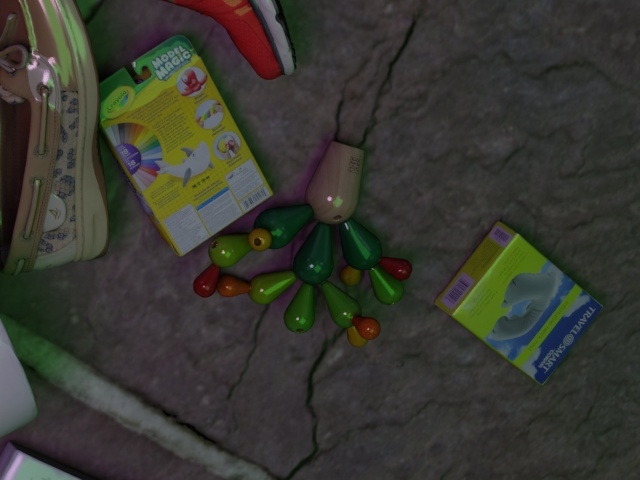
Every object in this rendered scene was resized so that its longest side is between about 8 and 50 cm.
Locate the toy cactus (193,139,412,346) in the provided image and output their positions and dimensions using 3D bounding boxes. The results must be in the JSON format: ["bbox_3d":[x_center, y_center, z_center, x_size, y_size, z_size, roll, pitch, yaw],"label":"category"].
[{"bbox_3d":[0.000,0.000,1.380,0.219,0.112,0.180,14,95,-24],"label":"toy cactus"}]

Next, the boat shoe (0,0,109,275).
[{"bbox_3d":[-0.229,-0.100,1.193,0.089,0.104,0.285,-18,121,-24],"label":"boat shoe"}]

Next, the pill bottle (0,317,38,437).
[{"bbox_3d":[-0.427,0.134,1.120,0.392,0.224,0.224,-26,122,-17],"label":"pill bottle"}]

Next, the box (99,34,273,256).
[{"bbox_3d":[-0.125,-0.085,1.297,0.105,0.043,0.179,-34,127,-11],"label":"box"}]

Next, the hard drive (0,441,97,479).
[{"bbox_3d":[-0.266,0.362,1.375,0.203,0.040,0.307,30,85,-26],"label":"hard drive"}]

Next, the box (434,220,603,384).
[{"bbox_3d":[0.211,0.071,1.555,0.178,0.042,0.109,37,92,-35],"label":"box"}]

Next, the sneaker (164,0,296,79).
[{"bbox_3d":[-0.121,-0.228,1.216,0.118,0.107,0.279,-33,123,11],"label":"sneaker"}]
